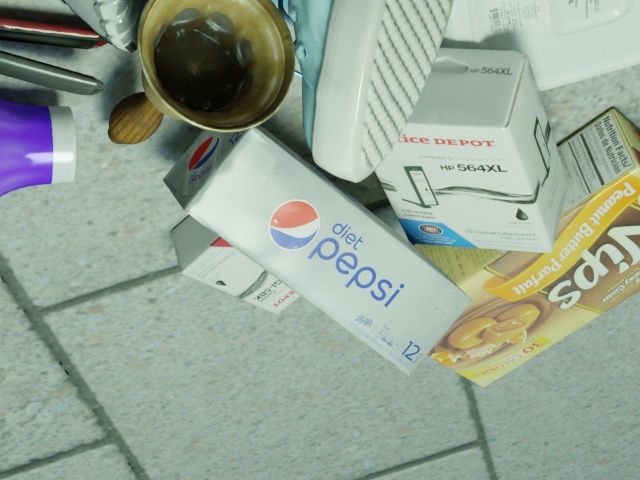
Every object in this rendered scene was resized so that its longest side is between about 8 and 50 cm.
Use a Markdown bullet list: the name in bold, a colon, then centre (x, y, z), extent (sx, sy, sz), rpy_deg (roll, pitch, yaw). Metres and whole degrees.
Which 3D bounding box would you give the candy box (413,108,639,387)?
- **candy box**: centre (0.232, 0.017, 1.613), extent (0.316, 0.087, 0.183), rpy_deg (-36, 138, 23)

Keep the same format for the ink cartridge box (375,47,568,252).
- **ink cartridge box**: centre (0.129, -0.079, 1.410), extent (0.148, 0.085, 0.203), rpy_deg (4, 150, 24)

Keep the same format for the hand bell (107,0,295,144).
- **hand bell**: centre (-0.127, -0.119, 1.256), extent (0.126, 0.126, 0.242), rpy_deg (5, 167, -25)

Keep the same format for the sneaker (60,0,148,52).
- **sneaker**: centre (-0.202, -0.224, 1.176), extent (0.132, 0.086, 0.228), rpy_deg (13, 161, 8)

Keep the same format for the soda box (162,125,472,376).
- **soda box**: centre (0.000, 0.000, 1.418), extent (0.286, 0.091, 0.098), rpy_deg (37, 95, -27)

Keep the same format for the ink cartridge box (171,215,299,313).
- **ink cartridge box**: centre (-0.061, 0.007, 1.518), extent (0.099, 0.056, 0.135), rpy_deg (-39, 136, 26)

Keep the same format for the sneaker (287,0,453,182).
- **sneaker**: centre (0.008, -0.227, 1.050), extent (0.135, 0.150, 0.365), rpy_deg (-23, 124, -58)

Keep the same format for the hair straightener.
- **hair straightener**: centre (-0.280, -0.137, 1.228), extent (0.230, 0.089, 0.047), rpy_deg (7, 171, -28)

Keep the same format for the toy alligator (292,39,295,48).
- **toy alligator**: centre (0.042, -0.187, 1.133), extent (0.056, 0.051, 0.190), rpy_deg (33, 126, -25)

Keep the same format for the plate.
- **plate**: centre (0.224, -0.222, 1.346), extent (0.278, 0.045, 0.277), rpy_deg (-16, 143, 0)

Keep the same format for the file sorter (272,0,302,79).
- **file sorter**: centre (0.036, -0.208, 1.221), extent (0.118, 0.104, 0.170), rpy_deg (24, 129, -19)

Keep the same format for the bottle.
- **bottle**: centre (-0.346, -0.074, 1.281), extent (0.283, 0.092, 0.118), rpy_deg (-3, 146, -17)
